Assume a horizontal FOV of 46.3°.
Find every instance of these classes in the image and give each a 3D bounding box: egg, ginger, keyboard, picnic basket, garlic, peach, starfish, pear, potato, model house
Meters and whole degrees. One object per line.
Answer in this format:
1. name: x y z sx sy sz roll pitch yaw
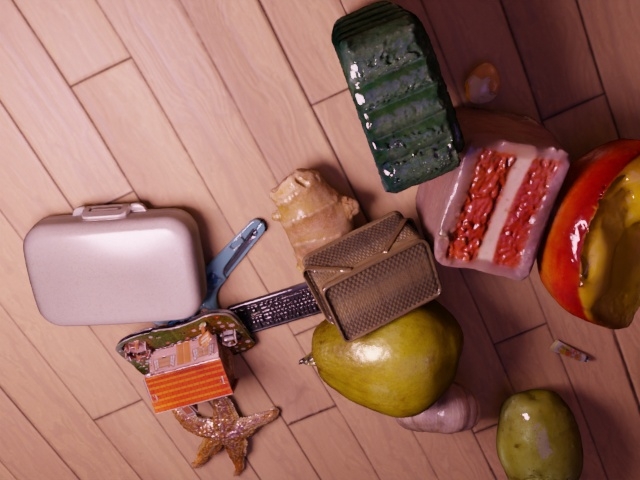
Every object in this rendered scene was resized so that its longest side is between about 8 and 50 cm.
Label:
1. egg: 0.332 -0.321 1.531 0.071 0.071 0.083 5 113 -6
2. ginger: 0.000 0.000 1.649 0.190 0.126 0.353 -11 120 -1
3. keyboard: -0.101 0.164 1.779 0.230 0.025 0.093 -18 114 6
4. picnic basket: 0.111 0.073 1.570 0.267 0.139 0.165 -27 123 -6
5. garlic: 0.285 0.365 1.840 0.219 0.218 0.212 5 80 -6
6. peach: 0.592 -0.034 1.579 0.306 0.242 0.380 17 107 -31
7. starfish: -0.260 0.496 1.920 0.299 0.060 0.302 4 117 -8
8. pear: 0.134 0.252 1.694 0.376 0.287 0.287 -7 117 6
9. potato: 0.555 0.516 1.896 0.216 0.215 0.304 -9 120 1
10. model house: -0.304 0.295 1.722 0.294 0.153 0.207 -17 145 6

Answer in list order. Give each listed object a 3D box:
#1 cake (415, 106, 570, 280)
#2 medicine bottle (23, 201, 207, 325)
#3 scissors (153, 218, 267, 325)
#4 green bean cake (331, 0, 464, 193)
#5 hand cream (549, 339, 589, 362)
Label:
1. cake: 0.349 -0.107 1.558 0.237 0.230 0.308 8 115 -10
2. medicine bottle: -0.446 0.061 1.642 0.375 0.123 0.282 -3 111 4
3. scissors: -0.252 0.096 1.731 0.180 0.032 0.393 36 109 -20
4. green bean cake: 0.141 -0.280 1.409 0.169 0.308 0.300 -20 115 5
5. hand cream: 0.627 0.281 1.882 0.102 0.022 0.035 24 121 -10
